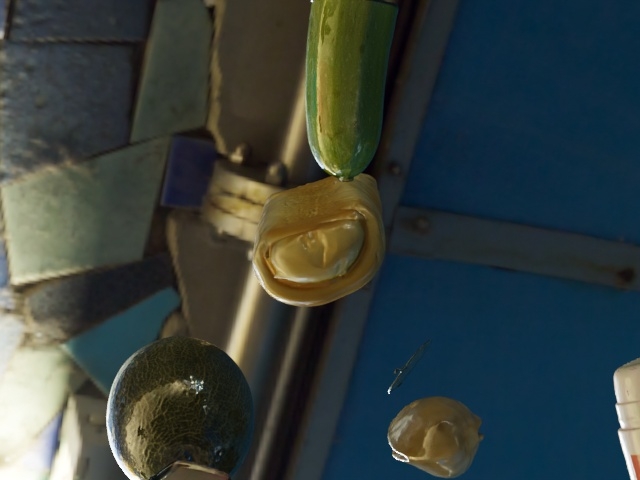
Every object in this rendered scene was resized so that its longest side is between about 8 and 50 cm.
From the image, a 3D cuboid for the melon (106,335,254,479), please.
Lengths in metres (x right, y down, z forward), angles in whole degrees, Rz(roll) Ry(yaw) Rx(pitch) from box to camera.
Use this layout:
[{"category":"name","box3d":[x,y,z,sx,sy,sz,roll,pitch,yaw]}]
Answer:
[{"category":"melon","box3d":[-0.228,0.278,1.608,0.301,0.238,0.237,-122,-132,-68]}]

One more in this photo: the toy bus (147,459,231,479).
[{"category":"toy bus","box3d":[-0.180,0.299,0.833,0.090,0.274,0.112,4,-64,41]}]

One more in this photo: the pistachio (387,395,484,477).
[{"category":"pistachio","box3d":[0.187,0.319,1.632,0.223,0.152,0.126,-165,-120,-84]}]

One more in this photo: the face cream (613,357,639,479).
[{"category":"face cream","box3d":[0.465,0.326,1.312,0.102,0.102,0.345,-26,-104,55]}]

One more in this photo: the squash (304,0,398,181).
[{"category":"squash","box3d":[0.024,-0.156,1.044,0.095,0.095,0.188,12,-83,60]}]

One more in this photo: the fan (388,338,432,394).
[{"category":"fan","box3d":[0.137,0.202,1.572,0.005,0.175,0.113,38,-84,15]}]

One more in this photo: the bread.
[{"category":"bread","box3d":[0.000,0.000,1.279,0.311,0.173,0.121,-82,157,-73]}]
